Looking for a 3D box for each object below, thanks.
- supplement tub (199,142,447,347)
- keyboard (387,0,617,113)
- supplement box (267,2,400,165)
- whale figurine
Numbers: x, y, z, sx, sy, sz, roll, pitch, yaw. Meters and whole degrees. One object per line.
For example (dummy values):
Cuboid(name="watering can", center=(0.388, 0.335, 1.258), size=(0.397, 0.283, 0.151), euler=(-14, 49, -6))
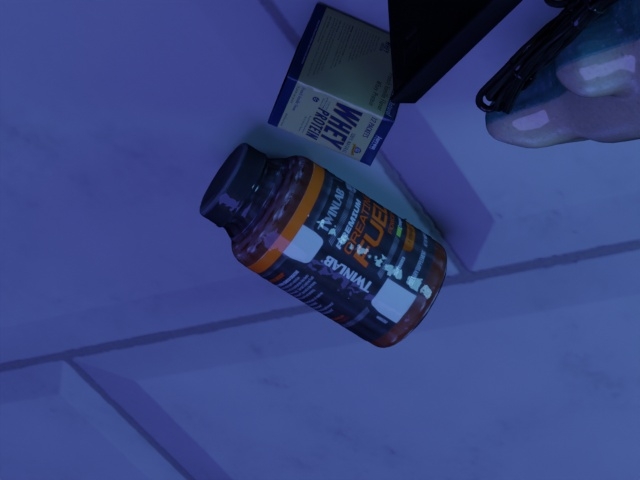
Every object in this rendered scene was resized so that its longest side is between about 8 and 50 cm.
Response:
Cuboid(name="supplement tub", center=(0.000, 0.000, 1.159), size=(0.198, 0.106, 0.106), euler=(32, 140, -15))
Cuboid(name="keyboard", center=(0.134, -0.177, 0.828), size=(0.033, 0.201, 0.317), euler=(15, 146, -25))
Cuboid(name="supplement box", center=(0.017, -0.115, 1.034), size=(0.083, 0.083, 0.056), euler=(22, 142, -5))
Cuboid(name="whale figurine", center=(0.218, -0.139, 0.881), size=(0.272, 0.216, 0.141), euler=(-20, 83, 53))
